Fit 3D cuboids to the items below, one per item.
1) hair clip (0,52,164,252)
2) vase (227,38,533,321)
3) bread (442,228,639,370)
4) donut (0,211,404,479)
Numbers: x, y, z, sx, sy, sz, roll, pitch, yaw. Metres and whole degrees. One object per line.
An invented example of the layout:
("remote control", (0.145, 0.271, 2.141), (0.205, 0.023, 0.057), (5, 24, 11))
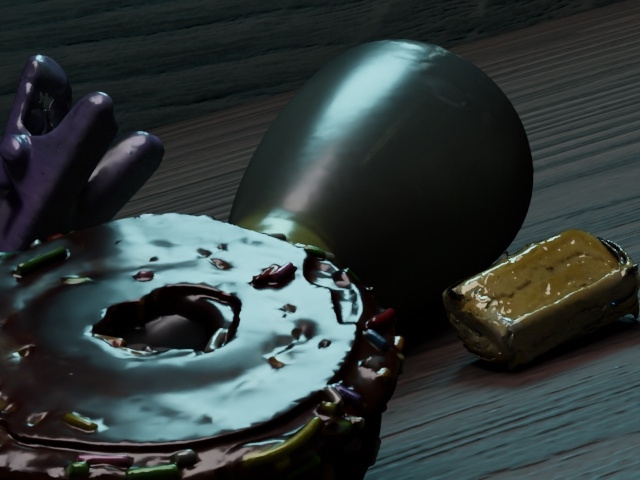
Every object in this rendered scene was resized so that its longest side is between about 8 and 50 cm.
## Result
("hair clip", (-0.171, 0.025, 0.911), (0.090, 0.278, 0.137), (11, -21, 32))
("vase", (0.000, 0.000, 1.067), (0.173, 0.173, 0.321), (-8, 17, 28))
("bread", (0.126, 0.033, 1.000), (0.106, 0.053, 0.072), (-21, 36, -26))
("donut", (-0.074, 0.072, 0.810), (0.235, 0.089, 0.235), (-1, 26, 1))
